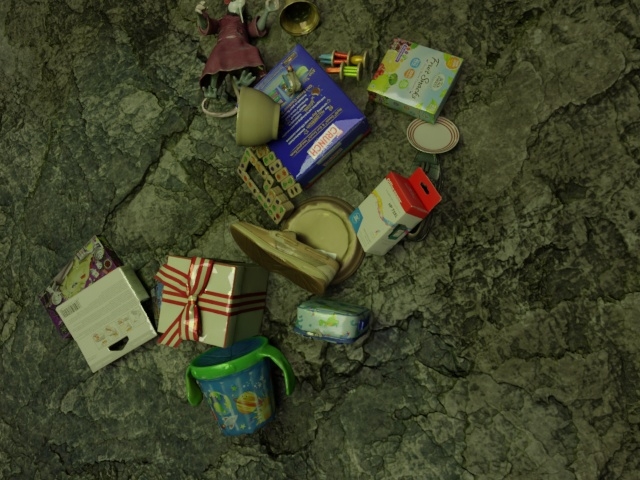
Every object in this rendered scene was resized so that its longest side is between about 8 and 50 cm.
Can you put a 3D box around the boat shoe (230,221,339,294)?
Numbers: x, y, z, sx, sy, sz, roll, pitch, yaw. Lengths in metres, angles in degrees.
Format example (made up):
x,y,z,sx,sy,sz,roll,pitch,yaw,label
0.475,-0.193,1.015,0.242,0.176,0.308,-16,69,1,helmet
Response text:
x,y,z,sx,sy,sz,roll,pitch,yaw,label
-0.108,0.030,1.194,0.341,0.121,0.110,30,59,14,boat shoe

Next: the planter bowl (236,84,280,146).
x,y,z,sx,sy,sz,roll,pitch,yaw,label
-0.166,-0.332,1.128,0.109,0.162,0.162,7,89,-6,planter bowl

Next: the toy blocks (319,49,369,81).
x,y,z,sx,sy,sz,roll,pitch,yaw,label
0.057,-0.518,1.211,0.148,0.054,0.123,11,51,18,toy blocks

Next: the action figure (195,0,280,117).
x,y,z,sx,sy,sz,roll,pitch,yaw,label
-0.263,-0.616,1.309,0.248,0.275,0.370,1,66,-12,action figure

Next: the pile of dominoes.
x,y,z,sx,sy,sz,roll,pitch,yaw,label
-0.169,-0.177,1.235,0.251,0.040,0.196,52,140,13,pile of dominoes

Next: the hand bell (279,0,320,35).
x,y,z,sx,sy,sz,roll,pitch,yaw,label
-0.082,-0.782,1.282,0.126,0.126,0.241,-15,71,16,hand bell

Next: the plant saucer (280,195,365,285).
x,y,z,sx,sy,sz,roll,pitch,yaw,label
0.000,0.000,1.230,0.278,0.041,0.277,-1,87,17,plant saucer

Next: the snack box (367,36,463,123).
x,y,z,sx,sy,sz,roll,pitch,yaw,label
0.263,-0.448,1.149,0.207,0.070,0.174,27,88,16,snack box

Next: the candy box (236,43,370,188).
x,y,z,sx,sy,sz,roll,pitch,yaw,label
-0.051,-0.364,1.225,0.268,0.122,0.317,-40,75,11,candy box

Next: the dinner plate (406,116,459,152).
x,y,z,sx,sy,sz,roll,pitch,yaw,label
0.310,-0.291,1.137,0.141,0.017,0.141,-3,60,5,dinner plate

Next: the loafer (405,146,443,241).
x,y,z,sx,sy,sz,roll,pitch,yaw,label
0.280,-0.129,1.124,0.096,0.084,0.267,9,89,18,loafer

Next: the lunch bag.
x,y,z,sx,sy,sz,roll,pitch,yaw,label
0.039,0.215,1.110,0.176,0.219,0.090,7,89,17,lunch bag

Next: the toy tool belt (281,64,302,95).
x,y,z,sx,sy,sz,roll,pitch,yaw,label
-0.088,-0.449,1.153,0.051,0.052,0.083,-27,77,4,toy tool belt

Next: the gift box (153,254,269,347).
x,y,z,sx,sy,sz,roll,pitch,yaw,label
-0.331,0.176,1.210,0.277,0.258,0.255,3,87,17,gift box

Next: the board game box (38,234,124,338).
x,y,z,sx,sy,sz,roll,pitch,yaw,label
-0.860,0.168,1.491,0.347,0.056,0.208,-43,80,11,board game box

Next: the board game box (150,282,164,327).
x,y,z,sx,sy,sz,roll,pitch,yaw,label
-0.508,0.210,1.313,0.201,0.035,0.136,-19,78,61,board game box

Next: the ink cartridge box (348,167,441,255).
x,y,z,sx,sy,sz,roll,pitch,yaw,label
0.192,-0.083,1.092,0.231,0.078,0.134,-48,47,31,ink cartridge box

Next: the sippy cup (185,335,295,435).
x,y,z,sx,sy,sz,roll,pitch,yaw,label
-0.235,0.425,1.195,0.306,0.240,0.223,-11,95,55,sippy cup

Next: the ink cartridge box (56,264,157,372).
x,y,z,sx,sy,sz,roll,pitch,yaw,label
-0.712,0.266,1.399,0.296,0.066,0.261,-30,90,12,ink cartridge box
